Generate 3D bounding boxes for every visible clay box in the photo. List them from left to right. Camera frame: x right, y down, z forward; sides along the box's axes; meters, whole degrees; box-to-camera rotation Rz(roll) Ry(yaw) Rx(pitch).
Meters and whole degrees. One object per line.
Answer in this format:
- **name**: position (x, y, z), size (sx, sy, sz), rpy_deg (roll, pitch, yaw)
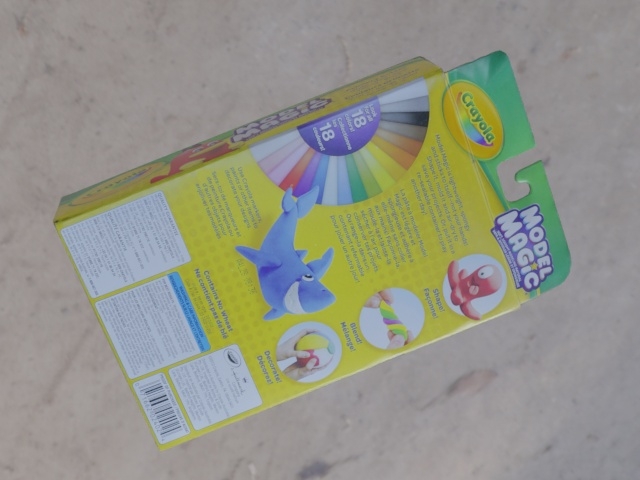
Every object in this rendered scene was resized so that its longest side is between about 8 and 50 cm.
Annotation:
- **clay box**: position (0.000, 0.000, 0.535), size (0.222, 0.053, 0.128), rpy_deg (-21, 109, -2)
